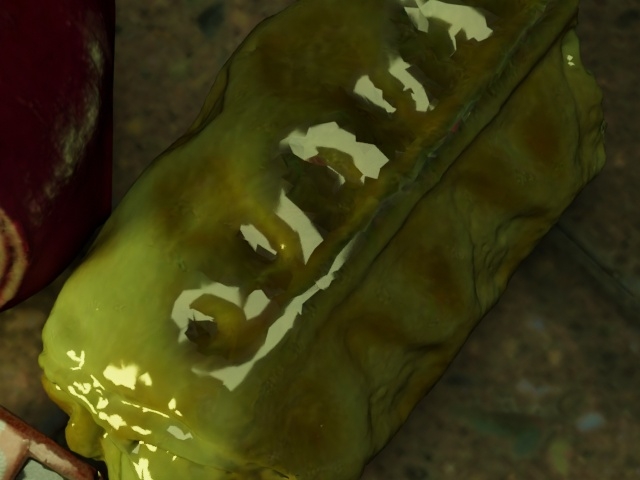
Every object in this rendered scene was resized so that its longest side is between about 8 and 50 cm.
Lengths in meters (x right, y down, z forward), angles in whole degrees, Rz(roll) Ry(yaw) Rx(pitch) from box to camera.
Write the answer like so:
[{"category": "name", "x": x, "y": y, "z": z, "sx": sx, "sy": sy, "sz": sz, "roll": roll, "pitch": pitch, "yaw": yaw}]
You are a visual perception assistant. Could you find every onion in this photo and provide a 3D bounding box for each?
[{"category": "onion", "x": -0.183, "y": -0.086, "z": 0.798, "sx": 0.206, "sy": 0.216, "sz": 0.207, "roll": 4, "pitch": 66, "yaw": -4}]

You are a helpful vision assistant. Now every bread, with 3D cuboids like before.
[{"category": "bread", "x": 0.000, "y": 0.000, "z": 0.813, "sx": 0.152, "sy": 0.130, "sz": 0.267, "roll": 38, "pitch": 73, "yaw": 1}]

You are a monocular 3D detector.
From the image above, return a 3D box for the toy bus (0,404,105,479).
[{"category": "toy bus", "x": -0.179, "y": 0.173, "z": 0.791, "sx": 0.096, "sy": 0.073, "sz": 0.235, "roll": 29, "pitch": 74, "yaw": 0}]
